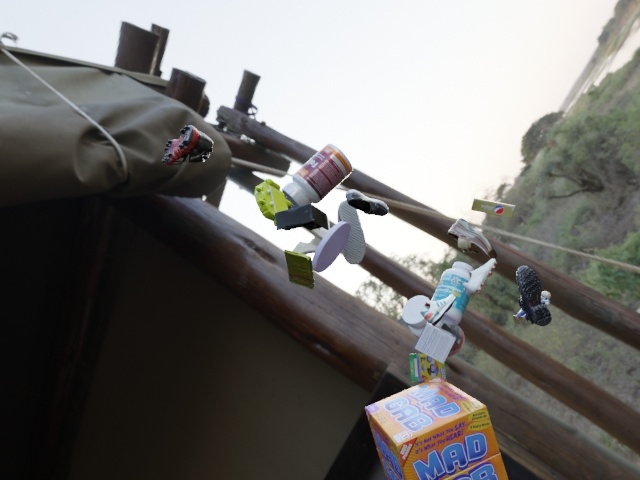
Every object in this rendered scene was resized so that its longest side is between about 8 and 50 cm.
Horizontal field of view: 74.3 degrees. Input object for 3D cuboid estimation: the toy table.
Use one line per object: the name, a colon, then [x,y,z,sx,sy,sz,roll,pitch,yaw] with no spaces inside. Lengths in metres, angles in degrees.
toy table: [0.000,0.000,1.941,0.274,0.160,0.252,-45,-34,-29]

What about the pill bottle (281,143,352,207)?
pill bottle: [-0.022,-0.357,2.455,0.392,0.224,0.224,-44,-20,-8]

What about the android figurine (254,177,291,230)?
android figurine: [-0.206,-0.164,1.902,0.056,0.248,0.273,-24,-25,21]

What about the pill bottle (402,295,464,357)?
pill bottle: [0.607,0.465,2.288,0.363,0.210,0.210,43,-105,-30]

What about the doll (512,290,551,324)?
doll: [0.838,0.258,1.664,0.189,0.046,0.129,-34,8,-19]

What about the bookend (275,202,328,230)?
bookend: [-0.071,-0.074,1.650,0.156,0.157,0.072,27,-126,-65]

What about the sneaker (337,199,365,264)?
sneaker: [0.154,-0.045,2.101,0.127,0.126,0.321,-96,0,-83]

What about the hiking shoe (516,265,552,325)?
hiking shoe: [0.772,0.209,1.580,0.086,0.227,0.114,-12,-9,-8]

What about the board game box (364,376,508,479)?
board game box: [0.431,0.800,1.615,0.356,0.357,0.356,-18,2,-12]

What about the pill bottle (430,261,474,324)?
pill bottle: [0.587,0.228,1.863,0.264,0.146,0.146,-60,-17,-21]

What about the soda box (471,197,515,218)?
soda box: [0.785,-0.149,1.925,0.061,0.181,0.058,-17,-61,-64]

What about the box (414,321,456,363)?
box: [0.499,0.441,1.836,0.126,0.137,0.072,-65,-15,5]

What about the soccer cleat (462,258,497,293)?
soccer cleat: [0.659,0.135,1.738,0.196,0.076,0.068,-45,-30,-27]

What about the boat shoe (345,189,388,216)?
boat shoe: [0.210,-0.150,1.882,0.080,0.228,0.076,-43,32,36]

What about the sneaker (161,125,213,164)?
sneaker: [-0.489,-0.329,1.561,0.135,0.276,0.098,16,-110,-39]

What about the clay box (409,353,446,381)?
clay box: [0.519,0.605,1.994,0.053,0.222,0.128,-28,56,51]

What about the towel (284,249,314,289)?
towel: [-0.077,0.110,1.556,0.237,0.102,0.021,87,-161,-58]

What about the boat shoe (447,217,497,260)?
boat shoe: [0.730,0.010,2.052,0.120,0.122,0.324,-39,28,8]

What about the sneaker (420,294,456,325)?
sneaker: [0.414,0.228,1.491,0.161,0.075,0.057,-37,-30,-34]
